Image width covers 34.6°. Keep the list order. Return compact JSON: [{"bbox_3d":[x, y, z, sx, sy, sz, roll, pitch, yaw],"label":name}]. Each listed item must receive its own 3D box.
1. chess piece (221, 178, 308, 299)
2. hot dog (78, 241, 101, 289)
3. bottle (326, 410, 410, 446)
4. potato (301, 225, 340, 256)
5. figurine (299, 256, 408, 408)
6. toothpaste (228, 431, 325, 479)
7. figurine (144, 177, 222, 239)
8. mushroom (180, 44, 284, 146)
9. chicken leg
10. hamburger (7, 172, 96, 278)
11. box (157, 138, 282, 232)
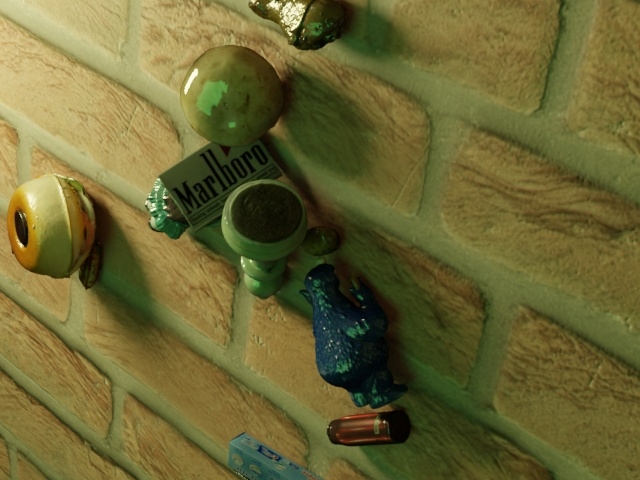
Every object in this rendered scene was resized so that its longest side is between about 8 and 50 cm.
[{"bbox_3d":[-0.094,0.026,1.731,0.139,0.139,0.272,41,153,21],"label":"chess piece"},{"bbox_3d":[-0.484,0.051,2.173,0.049,0.037,0.122,47,130,31],"label":"hot dog"},{"bbox_3d":[0.079,0.326,1.770,0.164,0.060,0.060,-16,99,46],"label":"bottle"},{"bbox_3d":[0.000,0.000,1.693,0.083,0.040,0.051,-11,113,50],"label":"potato"},{"bbox_3d":[0.037,0.157,1.678,0.262,0.120,0.164,58,140,7],"label":"figurine"},{"bbox_3d":[-0.064,0.458,1.969,0.272,0.053,0.066,23,120,34],"label":"toothpaste"},{"bbox_3d":[-0.236,-0.079,1.833,0.245,0.110,0.138,-15,83,52],"label":"figurine"},{"bbox_3d":[-0.140,-0.231,1.650,0.166,0.127,0.166,5,113,11],"label":"mushroom"},{"bbox_3d":[-0.044,-0.340,1.554,0.198,0.069,0.085,29,126,39],"label":"chicken leg"},{"bbox_3d":[-0.553,-0.028,2.110,0.237,0.147,0.237,13,107,51],"label":"hamburger"},{"bbox_3d":[-0.167,-0.108,1.711,0.115,0.177,0.036,56,176,8],"label":"box"}]
